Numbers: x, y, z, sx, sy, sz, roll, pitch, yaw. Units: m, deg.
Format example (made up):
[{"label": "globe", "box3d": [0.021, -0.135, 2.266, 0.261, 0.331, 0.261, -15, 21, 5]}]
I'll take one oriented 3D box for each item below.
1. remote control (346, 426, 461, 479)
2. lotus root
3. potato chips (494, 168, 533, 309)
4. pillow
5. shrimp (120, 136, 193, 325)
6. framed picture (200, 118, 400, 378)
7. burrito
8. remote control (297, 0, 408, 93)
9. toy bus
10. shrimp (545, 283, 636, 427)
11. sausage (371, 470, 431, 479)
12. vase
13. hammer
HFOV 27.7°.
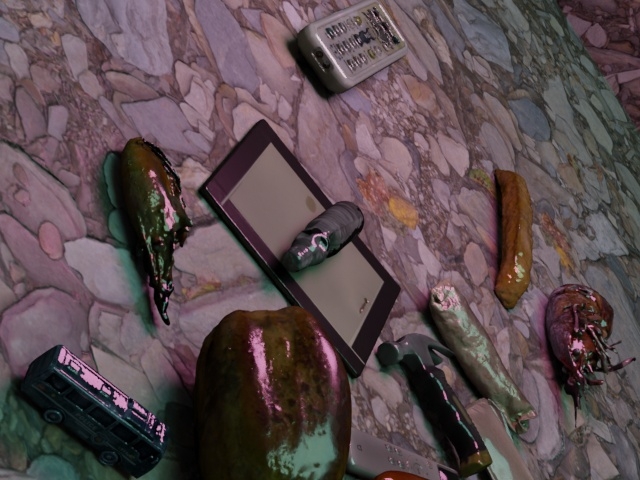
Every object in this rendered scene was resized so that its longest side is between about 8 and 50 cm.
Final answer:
[{"label": "remote control", "box3d": [0.117, 0.311, 1.758, 0.261, 0.029, 0.067, 29, 38, -41]}, {"label": "lotus root", "box3d": [-0.055, 0.221, 1.457, 0.193, 0.193, 0.291, 34, 34, -36]}, {"label": "potato chips", "box3d": [0.362, -0.034, 2.437, 0.057, 0.080, 0.407, 34, 34, -18]}, {"label": "pillow", "box3d": [0.283, 0.349, 1.969, 0.130, 0.038, 0.233, -9, 69, -56]}, {"label": "shrimp", "box3d": [-0.182, -0.016, 1.587, 0.117, 0.066, 0.262, 17, 50, -50]}, {"label": "framed picture", "box3d": [-0.019, 0.004, 1.868, 0.347, 0.016, 0.265, 50, 29, -12]}, {"label": "burrito", "box3d": [0.254, 0.185, 2.069, 0.275, 0.059, 0.082, 56, 35, -2]}, {"label": "remote control", "box3d": [0.057, -0.341, 2.276, 0.128, 0.065, 0.335, 54, 29, -2]}, {"label": "toy bus", "box3d": [-0.227, 0.175, 1.325, 0.166, 0.065, 0.047, 42, 31, -24]}, {"label": "shrimp", "box3d": [0.477, 0.198, 2.342, 0.145, 0.116, 0.343, 32, 35, -14]}, {"label": "sausage", "box3d": [0.156, 0.367, 1.712, 0.300, 0.083, 0.089, 29, 30, -45]}, {"label": "vase", "box3d": [0.000, 0.000, 1.825, 0.060, 0.060, 0.211, 56, 29, -3]}, {"label": "hammer", "box3d": [0.180, 0.238, 1.902, 0.158, 0.041, 0.226, 1, 54, -56]}]
